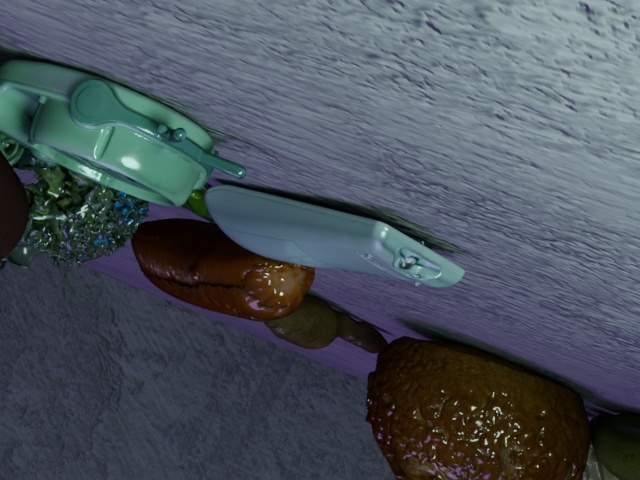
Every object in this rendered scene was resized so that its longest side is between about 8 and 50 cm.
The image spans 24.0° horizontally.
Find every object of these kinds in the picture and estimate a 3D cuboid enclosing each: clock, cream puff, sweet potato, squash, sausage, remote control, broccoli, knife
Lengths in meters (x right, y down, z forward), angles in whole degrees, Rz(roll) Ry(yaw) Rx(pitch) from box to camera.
[{"bbox_3d":[-0.158,-0.080,1.199,0.211,0.066,0.159,15,170,43],"label":"clock"},{"bbox_3d":[0.195,0.252,1.933,0.303,0.212,0.303,21,168,5],"label":"cream puff"},{"bbox_3d":[-0.002,0.119,2.142,0.269,0.074,0.075,17,179,-44],"label":"sweet potato"},{"bbox_3d":[0.402,0.261,1.837,0.094,0.094,0.341,26,173,-20],"label":"squash"},{"bbox_3d":[-0.112,0.027,1.601,0.102,0.102,0.330,27,173,-28],"label":"sausage"},{"bbox_3d":[0.001,-0.001,1.336,0.103,0.051,0.293,29,170,-33],"label":"remote control"},{"bbox_3d":[-0.254,-0.051,1.538,0.160,0.167,0.154,50,154,24],"label":"broccoli"},{"bbox_3d":[-0.119,-0.037,1.555,0.078,0.022,0.166,18,173,3],"label":"knife"}]

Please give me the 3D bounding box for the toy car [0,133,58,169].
[{"bbox_3d":[-0.387,-0.121,1.377,0.306,0.125,0.136,2,173,-16],"label":"toy car"}]

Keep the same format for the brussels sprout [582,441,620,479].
[{"bbox_3d":[0.415,0.325,2.051,0.183,0.131,0.145,46,-171,13],"label":"brussels sprout"}]

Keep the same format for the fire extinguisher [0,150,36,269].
[{"bbox_3d":[-0.331,-0.065,1.232,0.135,0.114,0.337,7,148,22],"label":"fire extinguisher"}]
